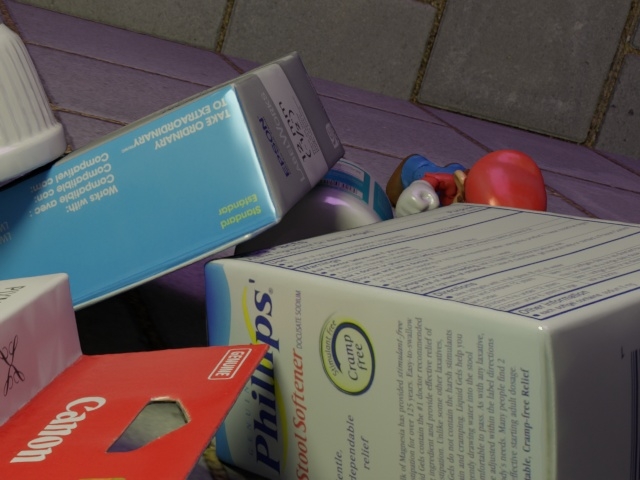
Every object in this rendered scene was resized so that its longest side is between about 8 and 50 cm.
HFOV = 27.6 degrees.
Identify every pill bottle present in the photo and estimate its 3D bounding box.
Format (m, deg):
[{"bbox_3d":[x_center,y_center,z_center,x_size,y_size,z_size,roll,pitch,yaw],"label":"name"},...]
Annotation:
[{"bbox_3d":[0.000,0.000,1.262,0.146,0.146,0.264,17,14,-1],"label":"pill bottle"}]

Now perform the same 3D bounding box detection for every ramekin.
[{"bbox_3d":[-0.310,-0.096,1.010,0.207,0.109,0.207,-13,14,3],"label":"ramekin"}]

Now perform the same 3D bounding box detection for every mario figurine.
[{"bbox_3d":[0.191,-0.032,1.762,0.198,0.170,0.320,-24,13,-11],"label":"mario figurine"}]

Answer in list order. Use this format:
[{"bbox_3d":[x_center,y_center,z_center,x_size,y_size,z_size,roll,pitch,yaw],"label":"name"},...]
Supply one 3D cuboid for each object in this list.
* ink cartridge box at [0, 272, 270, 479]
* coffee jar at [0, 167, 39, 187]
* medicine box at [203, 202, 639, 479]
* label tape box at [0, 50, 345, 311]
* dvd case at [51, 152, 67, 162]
[{"bbox_3d":[-0.183,0.081,0.698,0.261,0.066,0.296,-6,11,10],"label":"ink cartridge box"},{"bbox_3d":[-0.350,-0.050,1.172,0.184,0.079,0.096,9,7,-29],"label":"coffee jar"},{"bbox_3d":[0.113,0.076,0.871,0.263,0.149,0.289,-13,15,-43],"label":"medicine box"},{"bbox_3d":[-0.139,-0.040,1.040,0.249,0.115,0.347,-22,7,15],"label":"label tape box"},{"bbox_3d":[-0.348,-0.105,1.403,0.253,0.022,0.180,21,-4,12],"label":"dvd case"}]
